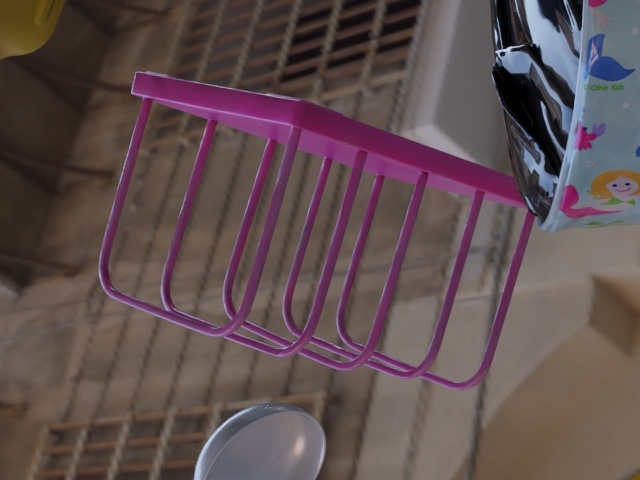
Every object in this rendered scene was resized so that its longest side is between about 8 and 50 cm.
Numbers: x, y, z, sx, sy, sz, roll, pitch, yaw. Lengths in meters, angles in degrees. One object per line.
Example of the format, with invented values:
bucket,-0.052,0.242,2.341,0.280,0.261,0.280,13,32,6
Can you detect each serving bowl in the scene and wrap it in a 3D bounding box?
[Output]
serving bowl,-0.038,0.124,0.836,0.083,0.027,0.083,-22,-49,-27

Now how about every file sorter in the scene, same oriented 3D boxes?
file sorter,0.000,0.000,1.168,0.291,0.202,0.182,15,-89,-43

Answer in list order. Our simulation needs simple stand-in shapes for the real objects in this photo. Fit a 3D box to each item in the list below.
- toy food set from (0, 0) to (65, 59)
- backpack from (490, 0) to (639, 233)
toy food set,-0.213,-0.182,0.890,0.128,0.218,0.071,-15,-125,-46
backpack,0.161,-0.126,0.646,0.225,0.191,0.253,90,-171,-56
